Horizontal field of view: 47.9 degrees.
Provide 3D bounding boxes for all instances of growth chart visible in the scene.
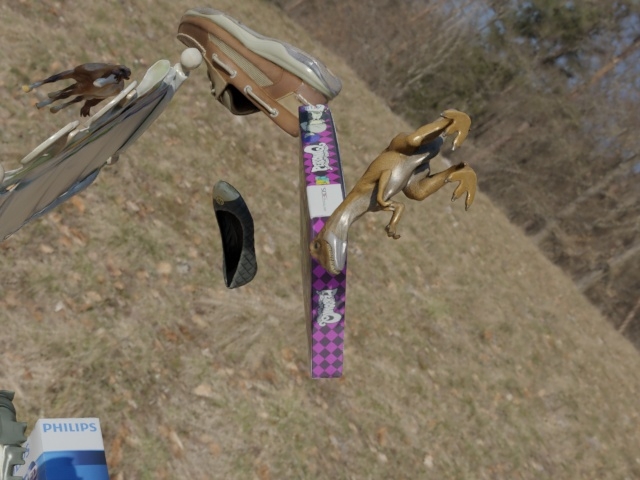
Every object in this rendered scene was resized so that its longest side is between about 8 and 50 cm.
[{"bbox_3d":[-0.160,-0.053,0.466,0.021,0.172,0.237,47,35,-8],"label":"growth chart"}]

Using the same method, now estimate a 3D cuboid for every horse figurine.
[{"bbox_3d":[-0.412,-0.274,1.281,0.263,0.175,0.066,-142,-148,-82],"label":"horse figurine"}]

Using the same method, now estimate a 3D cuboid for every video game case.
[{"bbox_3d":[0.000,0.000,0.806,0.210,0.042,0.232,-97,-174,-50],"label":"video game case"}]

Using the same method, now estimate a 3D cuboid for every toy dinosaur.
[{"bbox_3d":[0.069,-0.063,0.521,0.112,0.211,0.064,0,-53,55],"label":"toy dinosaur"}]

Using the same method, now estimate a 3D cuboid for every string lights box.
[{"bbox_3d":[-0.280,0.340,0.783,0.077,0.133,0.259,11,43,-39],"label":"string lights box"}]

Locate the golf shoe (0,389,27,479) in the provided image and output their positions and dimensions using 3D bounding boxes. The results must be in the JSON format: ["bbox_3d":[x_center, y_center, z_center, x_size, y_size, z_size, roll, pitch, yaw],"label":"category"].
[{"bbox_3d":[-0.267,0.193,0.385,0.120,0.273,0.105,39,-6,-41],"label":"golf shoe"}]

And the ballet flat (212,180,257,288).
[{"bbox_3d":[-0.125,-0.005,1.033,0.057,0.049,0.173,15,-52,34],"label":"ballet flat"}]

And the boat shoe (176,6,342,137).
[{"bbox_3d":[-0.115,-0.242,1.033,0.324,0.116,0.123,34,6,40],"label":"boat shoe"}]
